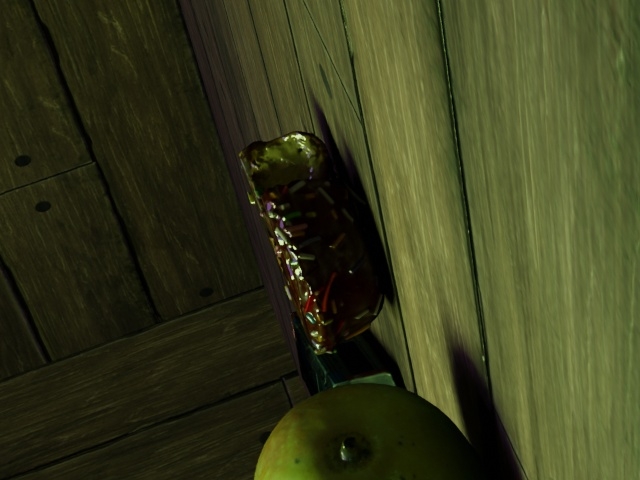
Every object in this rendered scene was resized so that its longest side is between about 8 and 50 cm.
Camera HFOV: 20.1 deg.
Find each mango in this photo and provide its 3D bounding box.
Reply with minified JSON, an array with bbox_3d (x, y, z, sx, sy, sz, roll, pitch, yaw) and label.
[{"bbox_3d":[0.070,0.273,1.508,0.225,0.201,0.382,29,155,49],"label":"mango"}]

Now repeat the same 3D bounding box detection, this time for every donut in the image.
[{"bbox_3d":[-0.001,0.000,1.784,0.230,0.096,0.216,-130,18,-77],"label":"donut"}]

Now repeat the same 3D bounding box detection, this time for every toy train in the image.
[{"bbox_3d":[0.028,0.153,2.145,0.409,0.089,0.086,-128,23,-78],"label":"toy train"}]
